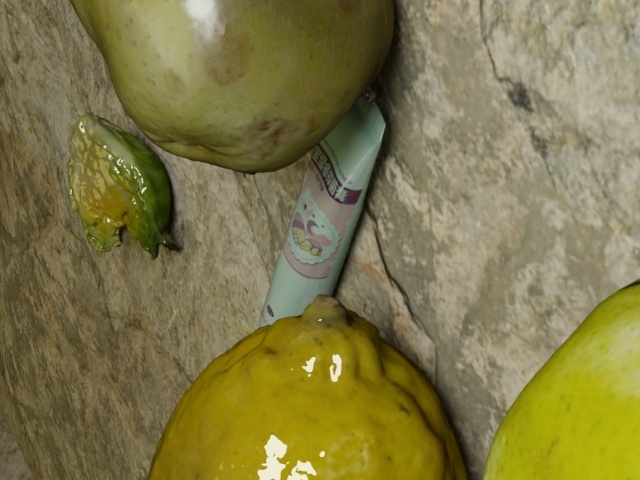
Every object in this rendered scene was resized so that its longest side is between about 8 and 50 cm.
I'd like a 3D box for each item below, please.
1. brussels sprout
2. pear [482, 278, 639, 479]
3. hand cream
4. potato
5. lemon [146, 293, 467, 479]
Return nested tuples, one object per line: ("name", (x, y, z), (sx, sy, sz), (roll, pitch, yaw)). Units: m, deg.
("brussels sprout", (-0.230, -0.062, 1.167), (0.139, 0.100, 0.181), (-6, 100, 49))
("pear", (0.215, 0.133, 0.380), (0.294, 0.294, 0.294), (35, 134, 46))
("hand cream", (0.000, 0.000, 0.873), (0.331, 0.058, 0.085), (111, 148, -41))
("potato", (-0.085, -0.210, 0.727), (0.351, 0.218, 0.202), (63, 151, 18))
("lemon", (-0.009, 0.218, 0.796), (0.285, 0.285, 0.316), (24, 83, 52))
